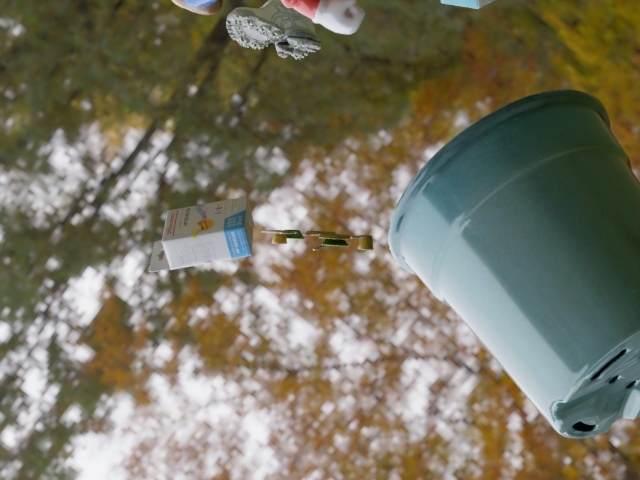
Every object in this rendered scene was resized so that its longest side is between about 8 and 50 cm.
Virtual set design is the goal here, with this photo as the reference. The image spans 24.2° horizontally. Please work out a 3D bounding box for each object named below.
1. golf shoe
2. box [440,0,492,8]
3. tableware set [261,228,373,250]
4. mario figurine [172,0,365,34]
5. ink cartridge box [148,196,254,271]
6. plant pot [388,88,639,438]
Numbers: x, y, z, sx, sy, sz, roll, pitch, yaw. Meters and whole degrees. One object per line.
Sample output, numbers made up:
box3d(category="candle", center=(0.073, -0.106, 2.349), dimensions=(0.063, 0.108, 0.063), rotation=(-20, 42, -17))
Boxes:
box3d(category="golf shoe", center=(-0.074, -0.320, 2.153), dimensions=(0.176, 0.069, 0.086), rotation=(12, -115, -52))
box3d(category="box", center=(0.238, -0.368, 1.797), dimensions=(0.060, 0.100, 0.244), rotation=(18, -142, 42))
box3d(category="tableware set", center=(0.000, 0.000, 2.111), dimensions=(0.154, 0.024, 0.104), rotation=(3, -177, 24))
box3d(category="mario figurine", center=(-0.033, -0.360, 1.827), dimensions=(0.198, 0.321, 0.170), rotation=(53, -131, -38))
box3d(category="ink cartridge box", center=(-0.209, -0.010, 2.554), dimensions=(0.104, 0.181, 0.061), rotation=(-89, -13, -58))
box3d(category="plant pot", center=(0.314, 0.047, 1.892), dimensions=(0.341, 0.341, 0.334), rotation=(9, -140, -48))
